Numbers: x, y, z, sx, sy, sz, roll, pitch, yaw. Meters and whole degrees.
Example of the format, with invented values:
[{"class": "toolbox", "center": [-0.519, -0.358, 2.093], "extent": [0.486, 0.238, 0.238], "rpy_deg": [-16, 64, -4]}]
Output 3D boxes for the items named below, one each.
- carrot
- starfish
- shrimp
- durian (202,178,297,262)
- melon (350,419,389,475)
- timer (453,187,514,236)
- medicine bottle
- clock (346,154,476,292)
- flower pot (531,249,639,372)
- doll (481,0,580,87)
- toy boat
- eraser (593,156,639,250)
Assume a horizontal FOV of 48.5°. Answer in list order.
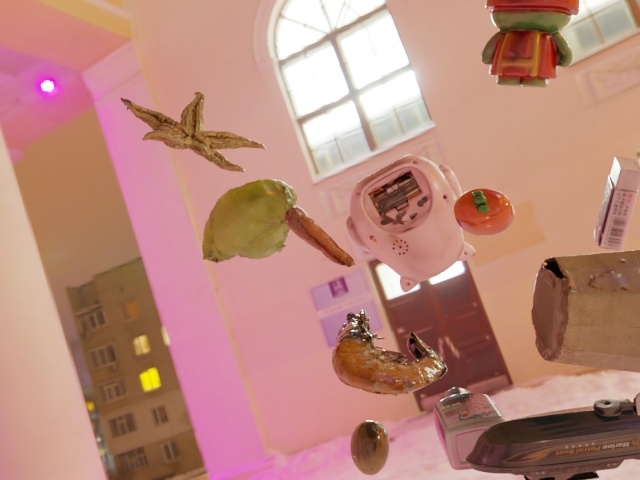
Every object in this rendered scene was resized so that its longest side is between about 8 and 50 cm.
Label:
[{"class": "carrot", "center": [0.000, 0.000, 1.771], "extent": [0.059, 0.059, 0.248], "rpy_deg": [-26, -53, 34]}, {"class": "starfish", "center": [-0.337, -0.272, 1.874], "extent": [0.347, 0.358, 0.078], "rpy_deg": [-10, -39, -47]}, {"class": "shrimp", "center": [0.157, 0.261, 1.749], "extent": [0.272, 0.085, 0.445], "rpy_deg": [2, 15, -4]}, {"class": "durian", "center": [-0.221, -0.069, 2.265], "extent": [0.255, 0.204, 0.340], "rpy_deg": [12, -55, -19]}, {"class": "melon", "center": [0.121, 0.508, 1.744], "extent": [0.098, 0.131, 0.098], "rpy_deg": [6, -23, 3]}, {"class": "timer", "center": [0.358, -0.066, 1.566], "extent": [0.136, 0.099, 0.136], "rpy_deg": [-4, -16, -1]}, {"class": "medicine bottle", "center": [0.283, 0.353, 1.363], "extent": [0.119, 0.094, 0.188], "rpy_deg": [-10, 10, 0]}, {"class": "clock", "center": [0.273, -0.059, 2.155], "extent": [0.368, 0.377, 0.250], "rpy_deg": [-29, -2, 7]}, {"class": "flower pot", "center": [0.402, 0.088, 0.943], "extent": [0.202, 0.212, 0.212], "rpy_deg": [4, -11, 0]}, {"class": "doll", "center": [0.420, -0.486, 1.402], "extent": [0.182, 0.363, 0.160], "rpy_deg": [12, 4, 36]}, {"class": "toy boat", "center": [0.382, 0.335, 1.146], "extent": [0.296, 0.122, 0.114], "rpy_deg": [-12, 7, 5]}, {"class": "eraser", "center": [0.751, -0.094, 1.795], "extent": [0.068, 0.210, 0.124], "rpy_deg": [11, 24, 13]}]
